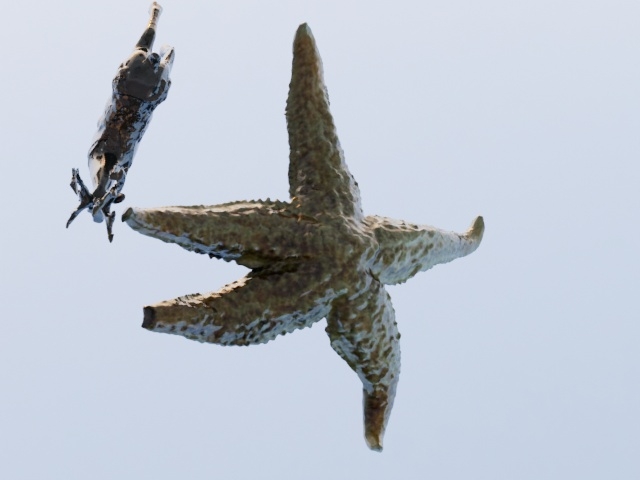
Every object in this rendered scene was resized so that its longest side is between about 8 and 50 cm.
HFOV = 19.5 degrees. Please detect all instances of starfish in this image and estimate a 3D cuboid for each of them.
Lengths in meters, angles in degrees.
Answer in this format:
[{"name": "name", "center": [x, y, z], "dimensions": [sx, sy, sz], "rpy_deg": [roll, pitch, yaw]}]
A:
[{"name": "starfish", "center": [0.001, -0.001, 0.921], "dimensions": [0.223, 0.050, 0.217], "rpy_deg": [-6, -100, -41]}]

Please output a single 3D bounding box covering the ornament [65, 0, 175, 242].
[{"name": "ornament", "center": [-0.086, -0.049, 0.814], "dimensions": [0.028, 0.073, 0.125], "rpy_deg": [23, -152, -8]}]
